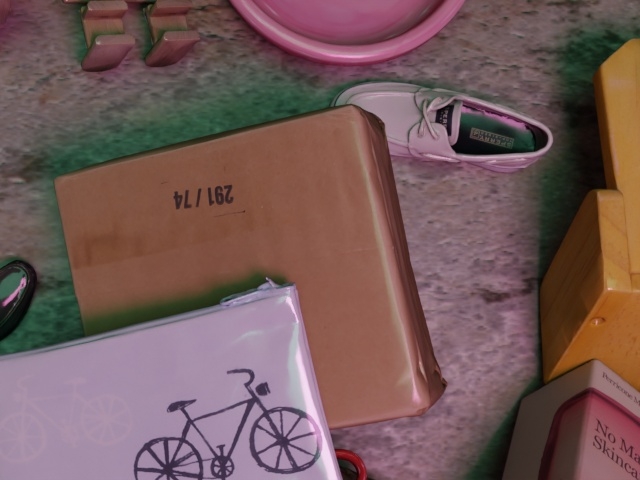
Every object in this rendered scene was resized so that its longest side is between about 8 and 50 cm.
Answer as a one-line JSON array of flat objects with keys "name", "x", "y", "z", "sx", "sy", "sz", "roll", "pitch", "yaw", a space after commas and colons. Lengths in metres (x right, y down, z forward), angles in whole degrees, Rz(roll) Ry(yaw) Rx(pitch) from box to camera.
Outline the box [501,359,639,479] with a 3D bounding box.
[{"name": "box", "x": 0.292, "y": 0.272, "z": 0.825, "sx": 0.149, "sy": 0.127, "sz": 0.232, "roll": 38, "pitch": 43, "yaw": -6}]

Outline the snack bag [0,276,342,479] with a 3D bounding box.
[{"name": "snack bag", "x": -0.137, "y": 0.231, "z": 0.690, "sx": 0.323, "sy": 0.037, "sz": 0.342, "roll": -14, "pitch": 90, "yaw": 6}]

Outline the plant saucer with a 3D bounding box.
[{"name": "plant saucer", "x": 0.025, "y": -0.366, "z": 0.917, "sx": 0.332, "sy": 0.084, "sz": 0.332, "roll": 1, "pitch": 85, "yaw": -8}]

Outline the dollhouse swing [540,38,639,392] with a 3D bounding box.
[{"name": "dollhouse swing", "x": 0.448, "y": -0.016, "z": 0.909, "sx": 0.347, "sy": 0.315, "sz": 0.304, "roll": 1, "pitch": 55, "yaw": -2}]

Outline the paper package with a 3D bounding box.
[{"name": "paper package", "x": -0.066, "y": 0.042, "z": 0.788, "sx": 0.325, "sy": 0.168, "sz": 0.309, "roll": -13, "pitch": 87, "yaw": 13}]

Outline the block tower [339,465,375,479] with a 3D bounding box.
[{"name": "block tower", "x": 0.046, "y": 0.321, "z": 0.869, "sx": 0.336, "sy": 0.091, "sz": 0.097, "roll": 27, "pitch": 84, "yaw": -5}]

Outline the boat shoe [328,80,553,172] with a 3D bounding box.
[{"name": "boat shoe", "x": 0.144, "y": -0.136, "z": 0.913, "sx": 0.268, "sy": 0.088, "sz": 0.096, "roll": 15, "pitch": 85, "yaw": -6}]

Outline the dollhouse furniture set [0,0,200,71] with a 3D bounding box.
[{"name": "dollhouse furniture set", "x": -0.286, "y": -0.296, "z": 0.869, "sx": 0.242, "sy": 0.161, "sz": 0.212, "roll": -11, "pitch": 88, "yaw": -30}]

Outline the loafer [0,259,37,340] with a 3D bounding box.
[{"name": "loafer", "x": -0.380, "y": 0.093, "z": 0.845, "sx": 0.062, "sy": 0.061, "sz": 0.170, "roll": 36, "pitch": 82, "yaw": -3}]

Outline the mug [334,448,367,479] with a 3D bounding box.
[{"name": "mug", "x": -0.006, "y": 0.306, "z": 0.780, "sx": 0.169, "sy": 0.150, "sz": 0.113, "roll": -8, "pitch": 124, "yaw": -4}]
